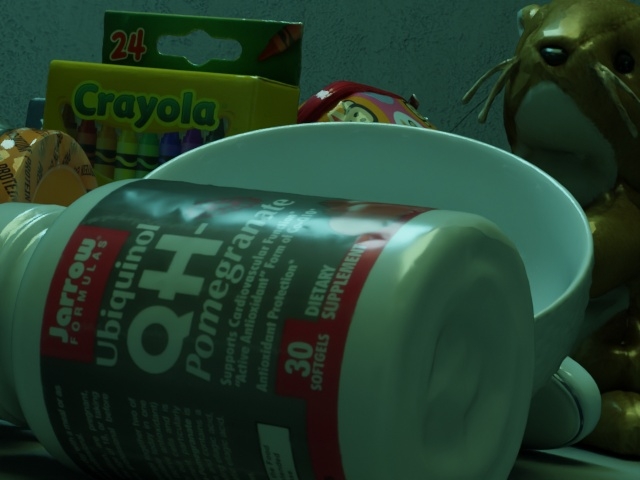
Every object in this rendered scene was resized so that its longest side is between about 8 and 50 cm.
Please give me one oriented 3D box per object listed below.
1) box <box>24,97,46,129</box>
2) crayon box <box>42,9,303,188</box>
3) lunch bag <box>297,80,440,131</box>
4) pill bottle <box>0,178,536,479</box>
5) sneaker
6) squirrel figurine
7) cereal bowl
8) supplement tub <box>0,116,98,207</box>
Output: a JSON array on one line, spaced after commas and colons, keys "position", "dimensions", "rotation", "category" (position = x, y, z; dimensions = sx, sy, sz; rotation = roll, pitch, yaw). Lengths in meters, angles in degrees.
[{"position": [-0.155, -0.021, 2.308], "dimensions": [0.294, 0.212, 0.395], "rotation": [6, -9, 25], "category": "box"}, {"position": [-0.132, -0.031, 1.527], "dimensions": [0.202, 0.318, 0.081], "rotation": [6, 1, 26], "category": "crayon box"}, {"position": [0.000, 0.000, 1.668], "dimensions": [0.120, 0.293, 0.258], "rotation": [43, 15, 17], "category": "lunch bag"}, {"position": [-0.057, 0.057, 1.035], "dimensions": [0.319, 0.176, 0.176], "rotation": [6, 1, 31], "category": "pill bottle"}, {"position": [0.087, 0.120, 1.430], "dimensions": [0.258, 0.094, 0.091], "rotation": [7, 26, 35], "category": "sneaker"}, {"position": [0.235, -0.021, 1.625], "dimensions": [0.281, 0.370, 0.397], "rotation": [7, 1, 34], "category": "squirrel figurine"}, {"position": [0.020, 0.048, 1.328], "dimensions": [0.339, 0.141, 0.339], "rotation": [1, 31, 0], "category": "cereal bowl"}, {"position": [-0.317, 0.002, 1.241], "dimensions": [0.316, 0.193, 0.193], "rotation": [0, -1, 17], "category": "supplement tub"}]
